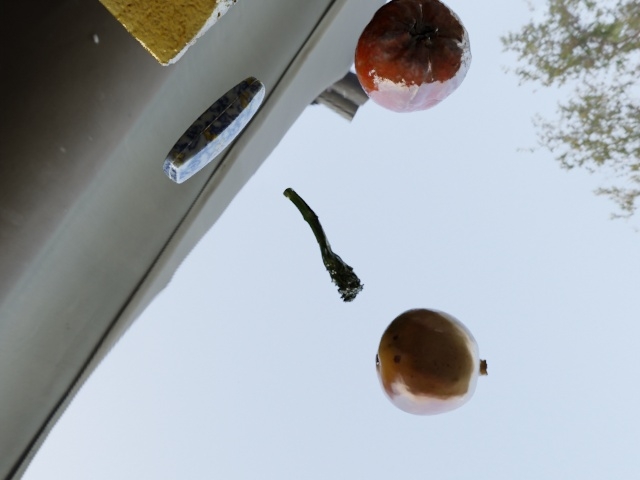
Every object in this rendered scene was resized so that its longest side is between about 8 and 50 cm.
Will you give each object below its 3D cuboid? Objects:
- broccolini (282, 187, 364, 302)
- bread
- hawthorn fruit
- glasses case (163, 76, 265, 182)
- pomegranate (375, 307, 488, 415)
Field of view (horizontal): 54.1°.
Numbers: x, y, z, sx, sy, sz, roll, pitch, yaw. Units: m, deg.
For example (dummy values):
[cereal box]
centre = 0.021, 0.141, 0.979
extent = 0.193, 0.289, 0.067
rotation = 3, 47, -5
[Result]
[broccolini]
centre = 0.000, 0.000, 1.074
extent = 0.054, 0.051, 0.239
rotation = -17, -115, -30
[bread]
centre = -0.310, -0.478, 1.128
extent = 0.185, 0.114, 0.274
rotation = -39, -71, 15
[hawthorn fruit]
centre = 0.185, -0.369, 1.329
extent = 0.242, 0.271, 0.242
rotation = 2, -108, -7
[glasses case]
centre = -0.191, -0.204, 1.147
extent = 0.065, 0.087, 0.248
rotation = 37, -115, 5
[pomegranate]
centre = 0.186, 0.208, 1.076
extent = 0.191, 0.191, 0.191
rotation = 2, -103, -7
